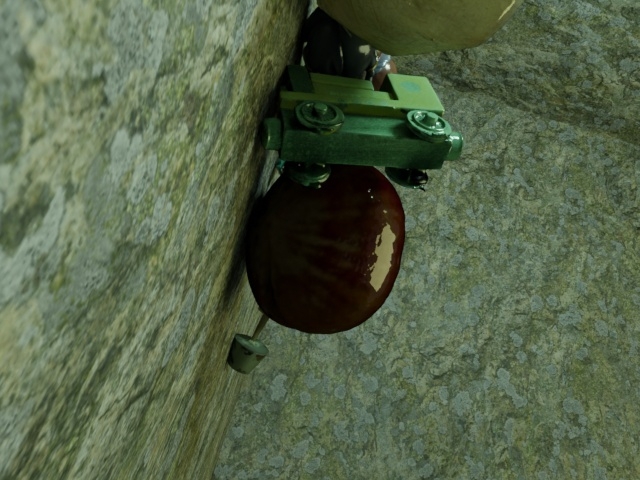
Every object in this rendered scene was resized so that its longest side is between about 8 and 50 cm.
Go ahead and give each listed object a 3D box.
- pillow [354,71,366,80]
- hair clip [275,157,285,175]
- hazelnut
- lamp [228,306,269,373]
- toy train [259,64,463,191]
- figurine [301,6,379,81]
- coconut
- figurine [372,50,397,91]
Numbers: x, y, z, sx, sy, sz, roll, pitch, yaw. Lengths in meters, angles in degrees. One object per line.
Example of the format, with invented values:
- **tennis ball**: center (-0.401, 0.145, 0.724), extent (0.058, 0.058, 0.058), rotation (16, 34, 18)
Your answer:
- **pillow**: center (0.038, -0.406, 1.240), extent (0.034, 0.211, 0.135), rotation (32, 74, -56)
- **hair clip**: center (-0.093, -0.211, 1.281), extent (0.173, 0.049, 0.049), rotation (-86, -168, -65)
- **hazelnut**: center (0.000, 0.000, 1.167), extent (0.402, 0.402, 0.429), rotation (-79, -172, -82)
- **lamp**: center (-0.208, 0.313, 1.529), extent (0.214, 0.121, 0.121), rotation (-60, -178, 3)
- **toy train**: center (0.075, -0.230, 0.955), extent (0.160, 0.397, 0.253), rotation (105, -20, -45)
- **figurine**: center (0.028, -0.409, 1.101), extent (0.265, 0.197, 0.175), rotation (97, -27, -77)
- **coconut**: center (0.154, -0.525, 0.818), extent (0.404, 0.405, 0.404), rotation (-163, -90, -89)
- **figurine**: center (0.129, -0.635, 1.506), extent (0.388, 0.277, 0.248), rotation (119, -37, -76)
